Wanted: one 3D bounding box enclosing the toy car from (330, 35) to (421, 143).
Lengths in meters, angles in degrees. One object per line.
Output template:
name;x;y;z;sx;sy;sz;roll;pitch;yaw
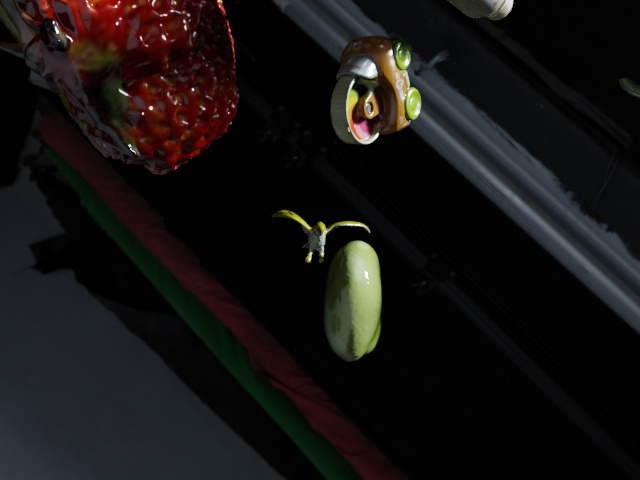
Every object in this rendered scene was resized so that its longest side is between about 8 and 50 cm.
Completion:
toy car;0.100;-0.316;1.137;0.145;0.235;0.235;9;-58;38

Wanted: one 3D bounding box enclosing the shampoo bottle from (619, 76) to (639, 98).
shampoo bottle;0.221;-0.137;0.254;0.079;0.079;0.162;32;-66;22

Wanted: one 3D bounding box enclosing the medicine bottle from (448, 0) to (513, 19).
medicine bottle;0.324;-0.524;1.069;0.114;0.252;0.114;1;-89;38

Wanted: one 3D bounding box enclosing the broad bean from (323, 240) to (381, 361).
broad bean;0.072;0.137;1.102;0.118;0.238;0.291;6;-46;9

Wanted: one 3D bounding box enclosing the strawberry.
strawberry;-0.190;-0.216;0.548;0.261;0.257;0.261;47;-16;18

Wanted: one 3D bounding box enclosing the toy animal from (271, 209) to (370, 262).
toy animal;0.000;0.000;1.092;0.218;0.155;0.095;6;-72;-5
